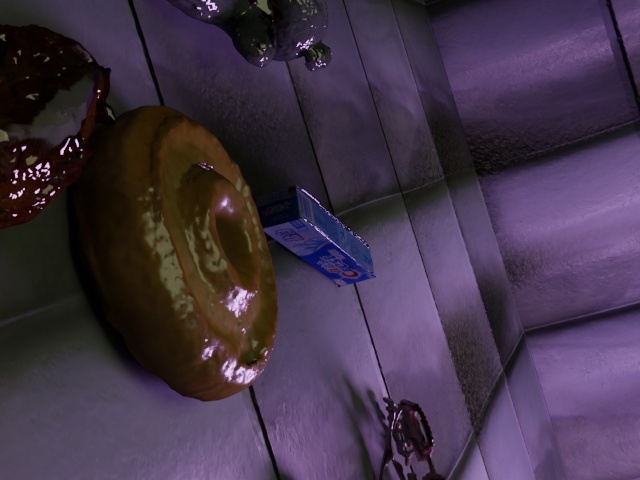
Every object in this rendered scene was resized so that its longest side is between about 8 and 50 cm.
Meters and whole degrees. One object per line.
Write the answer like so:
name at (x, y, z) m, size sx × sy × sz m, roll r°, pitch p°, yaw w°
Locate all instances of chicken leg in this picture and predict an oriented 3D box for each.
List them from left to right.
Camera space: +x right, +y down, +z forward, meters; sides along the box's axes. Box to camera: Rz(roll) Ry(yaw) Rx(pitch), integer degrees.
chicken leg at (-0.249, -0.086, 0.745) m, size 0.158 × 0.095 × 0.407 m, roll 68°, pitch 21°, yaw -2°

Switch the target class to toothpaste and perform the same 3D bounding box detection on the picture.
toothpaste at (0.000, 0.000, 1.437) m, size 0.272 × 0.066 × 0.053 m, roll 38°, pitch 39°, yaw -60°

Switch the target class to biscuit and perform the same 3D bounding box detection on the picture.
biscuit at (-0.124, 0.007, 1.021) m, size 0.296 × 0.102 × 0.296 m, roll 55°, pitch 24°, yaw -40°

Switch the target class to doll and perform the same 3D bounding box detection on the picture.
doll at (-0.089, -0.332, 1.321) m, size 0.340 × 0.158 × 0.246 m, roll 24°, pitch 40°, yaw -63°

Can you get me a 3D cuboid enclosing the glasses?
glasses at (0.120, 0.346, 1.508) m, size 0.162 × 0.095 × 0.256 m, roll 106°, pitch -27°, yaw -71°
